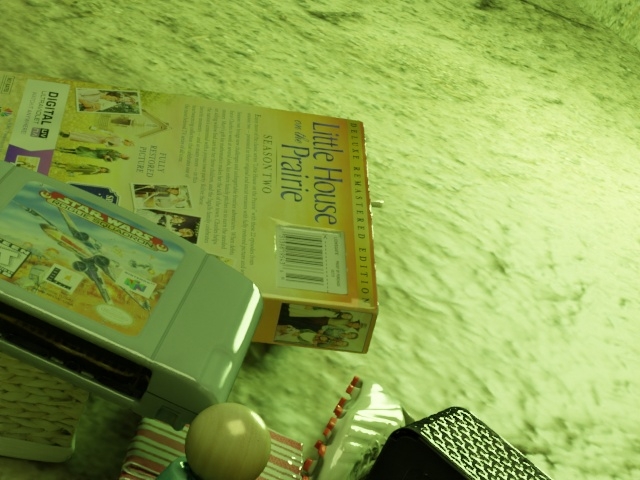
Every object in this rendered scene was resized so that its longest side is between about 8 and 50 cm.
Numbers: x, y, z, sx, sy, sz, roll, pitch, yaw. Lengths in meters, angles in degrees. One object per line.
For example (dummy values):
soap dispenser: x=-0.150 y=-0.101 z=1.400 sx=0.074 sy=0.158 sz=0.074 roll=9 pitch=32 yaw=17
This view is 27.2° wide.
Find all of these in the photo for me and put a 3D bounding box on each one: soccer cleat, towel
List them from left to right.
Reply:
towel: x=-0.084 y=0.182 z=1.073 sx=0.144 sy=0.029 sz=0.197 roll=25 pitch=12 yaw=-5
soccer cleat: x=0.039 y=0.180 z=1.174 sx=0.076 sy=0.068 sz=0.196 roll=31 pitch=23 yaw=4

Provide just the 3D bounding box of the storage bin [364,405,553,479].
storage bin: x=0.125 y=0.236 z=1.075 sx=0.180 sy=0.122 sz=0.084 roll=39 pitch=28 yaw=27

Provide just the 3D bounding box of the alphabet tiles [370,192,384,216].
alphabet tiles: x=-0.075 y=-0.073 z=1.528 sx=0.278 sy=0.021 sz=0.284 roll=4 pitch=19 yaw=-42

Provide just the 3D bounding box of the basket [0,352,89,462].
basket: x=-0.261 y=0.089 z=1.026 sx=0.167 sy=0.103 sz=0.113 roll=15 pitch=28 yaw=-22

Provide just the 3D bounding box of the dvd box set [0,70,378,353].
dvd box set: x=-0.161 y=-0.038 z=1.250 sx=0.421 sy=0.062 sz=0.307 roll=7 pitch=39 yaw=-8

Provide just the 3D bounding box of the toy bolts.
toy bolts: x=-0.015 y=0.213 z=0.900 sx=0.229 sy=0.158 sz=0.218 roll=29 pitch=17 yaw=36

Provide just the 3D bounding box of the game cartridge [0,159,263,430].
game cartridge: x=-0.193 y=0.028 z=1.024 sx=0.297 sy=0.062 sz=0.198 roll=25 pitch=30 yaw=-3
